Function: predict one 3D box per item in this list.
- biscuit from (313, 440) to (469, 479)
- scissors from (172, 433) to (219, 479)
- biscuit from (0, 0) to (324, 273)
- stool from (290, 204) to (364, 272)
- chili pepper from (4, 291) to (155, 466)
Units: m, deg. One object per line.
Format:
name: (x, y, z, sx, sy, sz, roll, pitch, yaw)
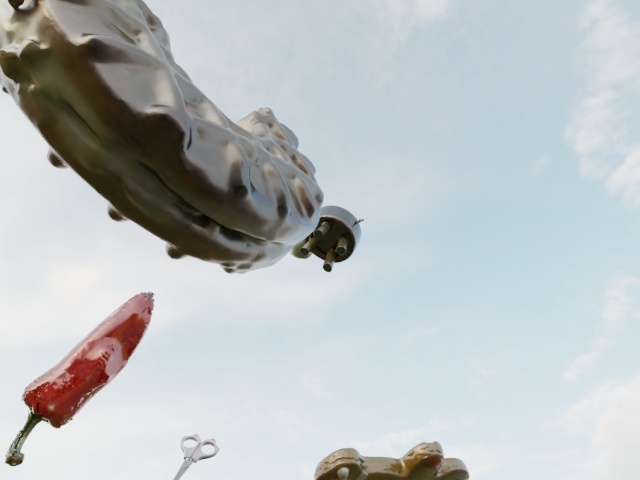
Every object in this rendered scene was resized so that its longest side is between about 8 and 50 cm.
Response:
biscuit: (0.158, 0.534, 0.928, 0.432, 0.064, 0.283, 16, -60, -26)
scissors: (-0.310, 0.520, 1.011, 0.100, 0.189, 0.015, 15, -75, 7)
biscuit: (-0.120, -0.098, 0.435, 0.115, 0.268, 0.366, -39, -27, 17)
stool: (0.000, 0.000, 0.989, 0.217, 0.121, 0.125, -15, -64, 34)
chili pepper: (-0.463, 0.250, 0.864, 0.110, 0.387, 0.110, 22, -39, 20)
